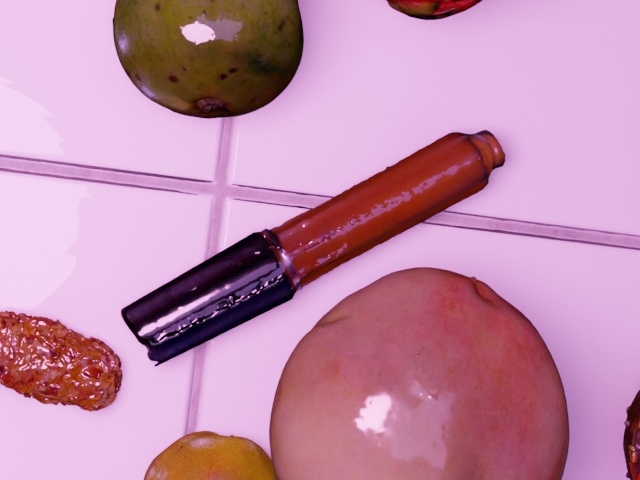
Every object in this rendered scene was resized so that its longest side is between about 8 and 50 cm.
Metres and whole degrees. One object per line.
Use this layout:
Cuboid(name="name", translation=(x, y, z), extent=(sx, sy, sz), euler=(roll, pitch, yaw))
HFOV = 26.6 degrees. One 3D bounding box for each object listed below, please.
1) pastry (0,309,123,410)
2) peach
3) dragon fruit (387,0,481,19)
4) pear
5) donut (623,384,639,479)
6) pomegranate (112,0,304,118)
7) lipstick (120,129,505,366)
Cuboid(name="pastry", translation=(-0.271, 0.117, 1.304), extent=(0.169, 0.063, 0.087), euler=(15, 91, -13))
Cuboid(name="peach", translation=(0.098, 0.172, 1.291), extent=(0.292, 0.247, 0.292), euler=(0, 111, 1))
Cuboid(name="dragon fruit", translation=(0.090, -0.351, 1.270), extent=(0.231, 0.237, 0.302), euler=(-51, 130, -10))
Cuboid(name="pear", translation=(-0.104, 0.257, 1.327), extent=(0.141, 0.104, 0.141), euler=(1, 88, -14))
Cuboid(name="donut", translation=(0.425, 0.216, 1.446), extent=(0.235, 0.089, 0.235), euler=(-1, 92, -13))
Cuboid(name="pomegranate", translation=(-0.102, -0.228, 1.280), extent=(0.187, 0.187, 0.225), euler=(7, 74, -12))
Cuboid(name="lipstick", translation=(0.000, 0.000, 1.353), extent=(0.418, 0.077, 0.077), euler=(-28, 97, -11))
